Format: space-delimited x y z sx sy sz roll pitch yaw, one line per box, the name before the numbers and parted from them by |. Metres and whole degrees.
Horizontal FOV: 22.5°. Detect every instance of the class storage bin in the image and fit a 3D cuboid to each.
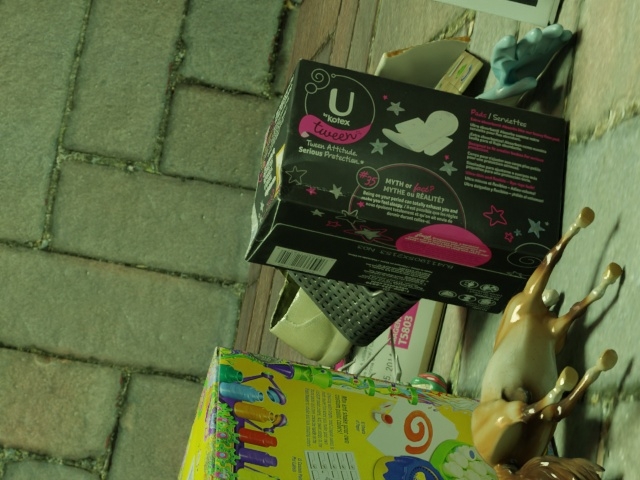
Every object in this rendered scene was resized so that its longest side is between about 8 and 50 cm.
storage bin | 0.062 0.010 1.587 0.084 0.122 0.180 -44 -5 35

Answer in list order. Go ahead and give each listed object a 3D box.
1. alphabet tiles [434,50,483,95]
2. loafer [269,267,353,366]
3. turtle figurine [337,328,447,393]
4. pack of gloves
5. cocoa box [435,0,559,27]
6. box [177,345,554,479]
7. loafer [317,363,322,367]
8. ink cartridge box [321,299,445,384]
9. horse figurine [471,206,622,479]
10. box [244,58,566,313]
alphabet tiles | 0.100 -0.117 1.838 0.237 0.009 0.198 -55 10 8
loafer | 0.000 0.000 1.742 0.102 0.092 0.268 -36 44 58
turtle figurine | 0.065 0.191 1.588 0.234 0.118 0.175 -59 10 -29
pack of gloves | 0.125 -0.123 1.490 0.232 0.195 0.046 121 132 -66
cocoa box | 0.070 -0.371 1.556 0.228 0.347 0.231 -102 25 -70
box | 0.033 0.253 1.196 0.290 0.279 0.177 -92 16 -59
loafer | 0.028 0.220 1.953 0.084 0.096 0.267 -17 -61 -77
ink cartridge box | 0.072 0.087 1.795 0.193 0.088 0.234 -138 61 -81
horse figurine | 0.166 0.100 1.216 0.263 0.066 0.174 -77 15 -45
box | 0.074 -0.045 1.430 0.163 0.247 0.142 123 158 -66
